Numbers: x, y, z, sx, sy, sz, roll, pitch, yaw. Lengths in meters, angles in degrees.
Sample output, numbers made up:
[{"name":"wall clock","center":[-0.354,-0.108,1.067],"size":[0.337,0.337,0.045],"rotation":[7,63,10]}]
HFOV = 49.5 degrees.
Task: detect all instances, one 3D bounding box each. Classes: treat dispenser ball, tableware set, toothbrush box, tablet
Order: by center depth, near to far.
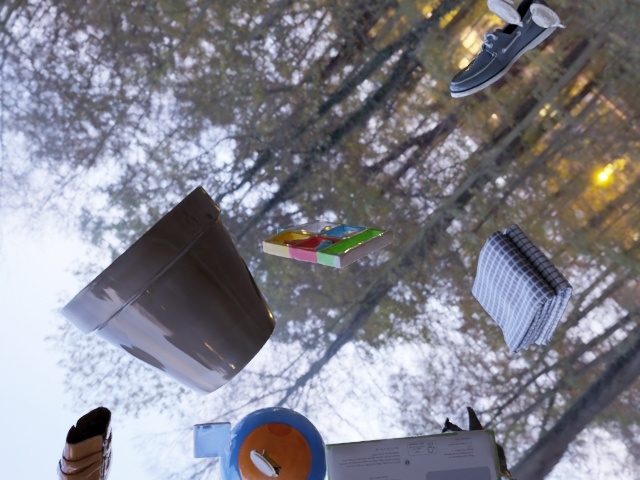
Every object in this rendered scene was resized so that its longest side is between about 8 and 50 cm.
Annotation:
[{"name":"toothbrush box","center":[0.116,0.330,0.933],"size":[0.283,0.206,0.122],"rotation":[84,-179,-72]},{"name":"tablet","center":[-0.159,0.292,1.014],"size":[0.054,0.083,0.006],"rotation":[-1,-140,-11]},{"name":"tableware set","center":[0.312,-0.392,1.112],"size":[0.141,0.020,0.169],"rotation":[36,180,41]},{"name":"treat dispenser ball","center":[-0.123,0.587,1.834],"size":[0.288,0.288,0.288],"rotation":[35,-156,-18]}]

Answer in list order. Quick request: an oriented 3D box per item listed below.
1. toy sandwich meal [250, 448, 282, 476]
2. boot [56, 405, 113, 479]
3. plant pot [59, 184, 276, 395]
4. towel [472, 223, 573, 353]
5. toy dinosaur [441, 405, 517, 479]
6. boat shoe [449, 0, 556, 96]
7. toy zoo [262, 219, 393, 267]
[{"name":"toy sandwich meal","center":[-0.126,0.515,1.612],"size":[0.085,0.085,0.029],"rotation":[45,-123,5]},{"name":"boot","center":[-0.474,0.476,1.330],"size":[0.109,0.220,0.283],"rotation":[19,-153,7]},{"name":"plant pot","center":[-0.238,0.108,1.230],"size":[0.280,0.323,0.323],"rotation":[47,-158,-10]},{"name":"towel","center":[0.506,0.133,1.795],"size":[0.121,0.283,0.235],"rotation":[-23,-126,-19]},{"name":"toy dinosaur","center":[0.308,0.435,1.364],"size":[0.160,0.121,0.313],"rotation":[27,-171,3]},{"name":"boat shoe","center":[0.418,-0.462,1.640],"size":[0.099,0.319,0.116],"rotation":[54,173,-26]},{"name":"toy zoo","center":[0.000,0.000,1.645],"size":[0.293,0.030,0.192],"rotation":[10,-156,42]}]
